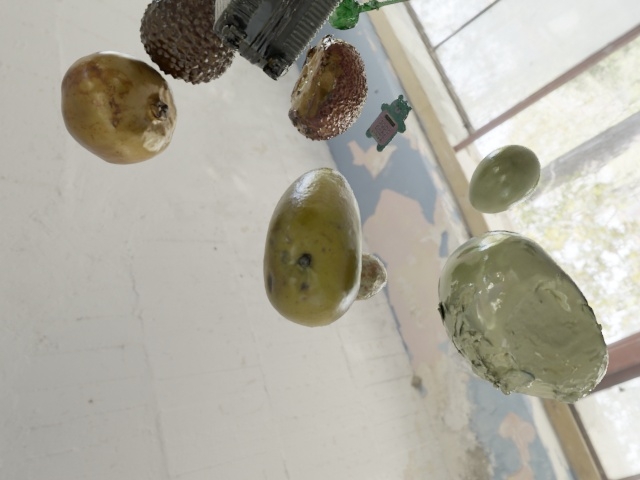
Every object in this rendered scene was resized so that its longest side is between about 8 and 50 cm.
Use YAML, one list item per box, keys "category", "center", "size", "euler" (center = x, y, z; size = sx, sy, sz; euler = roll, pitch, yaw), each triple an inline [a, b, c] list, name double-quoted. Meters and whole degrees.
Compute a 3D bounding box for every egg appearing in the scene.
- category: "egg"
  center: [0.584, -0.192, 1.840]
  size: [0.188, 0.254, 0.188]
  euler: [40, -166, -12]
- category: "egg"
  center: [0.150, 0.141, 2.253]
  size: [0.233, 0.195, 0.195]
  euler: [4, -124, -26]

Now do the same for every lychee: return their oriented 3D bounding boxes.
- category: "lychee"
  center: [-0.275, -0.430, 1.180]
  size: [0.238, 0.200, 0.200]
  euler: [49, -153, 13]

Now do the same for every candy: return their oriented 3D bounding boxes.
- category: "candy"
  center: [0.151, -0.631, 1.536]
  size: [0.097, 0.323, 0.097]
  euler: [-5, -83, -50]

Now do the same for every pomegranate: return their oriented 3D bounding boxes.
- category: "pomegranate"
  center: [-0.412, -0.272, 1.191]
  size: [0.248, 0.248, 0.248]
  euler: [37, -145, -32]

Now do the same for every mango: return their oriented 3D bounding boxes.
- category: "mango"
  center: [0.000, 0.000, 1.115]
  size: [0.365, 0.182, 0.253]
  euler: [-72, -15, -49]

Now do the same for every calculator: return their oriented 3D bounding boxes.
- category: "calculator"
  center: [0.165, -0.282, 1.379]
  size: [0.019, 0.141, 0.094]
  euler: [-10, -122, -48]

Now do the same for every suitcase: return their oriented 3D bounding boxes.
- category: "suitcase"
  center: [-0.062, -0.372, 0.844]
  size: [0.128, 0.202, 0.312]
  euler: [30, -156, -27]

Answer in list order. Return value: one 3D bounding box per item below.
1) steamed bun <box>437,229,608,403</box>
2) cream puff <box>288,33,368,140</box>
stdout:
- category: "steamed bun"
  center: [0.357, 0.153, 1.109]
  size: [0.334, 0.232, 0.312]
  euler: [57, -178, -1]
- category: "cream puff"
  center: [0.035, -0.474, 1.865]
  size: [0.228, 0.350, 0.351]
  euler: [22, -138, -20]
